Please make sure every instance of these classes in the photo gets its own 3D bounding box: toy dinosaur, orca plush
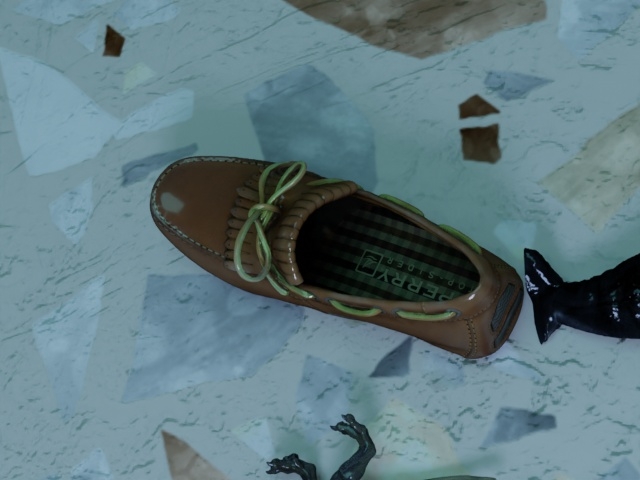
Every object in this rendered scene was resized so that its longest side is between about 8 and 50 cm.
[{"bbox_3d":[0.016,0.227,1.546,0.268,0.064,0.118,-26,65,5],"label":"toy dinosaur"},{"bbox_3d":[0.311,0.016,1.503,0.287,0.102,0.151,4,67,23],"label":"orca plush"}]

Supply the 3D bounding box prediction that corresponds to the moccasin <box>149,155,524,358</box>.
[{"bbox_3d":[-0.002,0.003,1.606,0.380,0.147,0.139,26,79,30],"label":"moccasin"}]
